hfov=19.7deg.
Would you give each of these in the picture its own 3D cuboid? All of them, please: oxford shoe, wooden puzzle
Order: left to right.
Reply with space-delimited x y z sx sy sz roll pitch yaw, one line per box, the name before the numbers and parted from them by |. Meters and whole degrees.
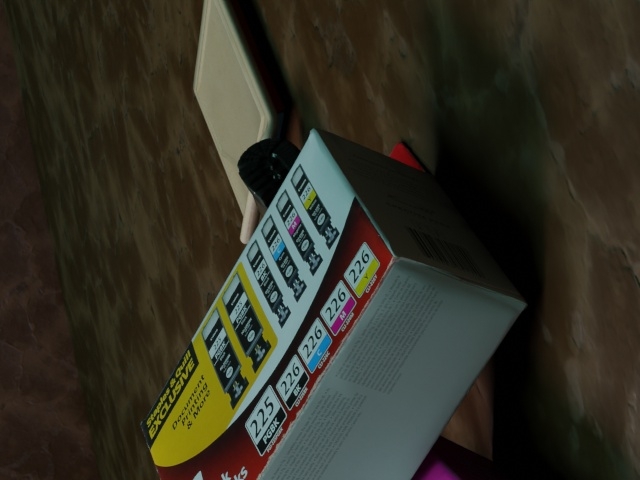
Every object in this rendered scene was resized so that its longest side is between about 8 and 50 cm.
wooden puzzle | -0.085 -0.148 1.956 0.221 0.044 0.238 105 151 -59
oxford shoe | 0.000 0.000 1.755 0.227 0.083 0.096 61 176 43

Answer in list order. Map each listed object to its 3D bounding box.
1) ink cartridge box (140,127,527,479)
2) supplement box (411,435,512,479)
ink cartridge box | -0.010 0.085 1.482 0.309 0.130 0.272 -59 31 19
supplement box | 0.112 0.241 1.425 0.111 0.114 0.220 -60 26 6
